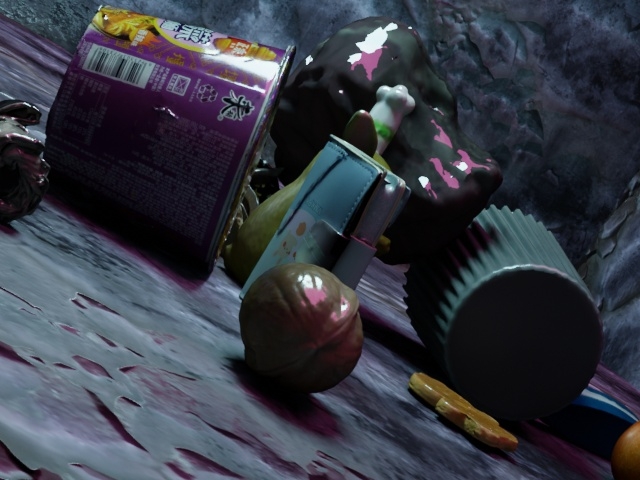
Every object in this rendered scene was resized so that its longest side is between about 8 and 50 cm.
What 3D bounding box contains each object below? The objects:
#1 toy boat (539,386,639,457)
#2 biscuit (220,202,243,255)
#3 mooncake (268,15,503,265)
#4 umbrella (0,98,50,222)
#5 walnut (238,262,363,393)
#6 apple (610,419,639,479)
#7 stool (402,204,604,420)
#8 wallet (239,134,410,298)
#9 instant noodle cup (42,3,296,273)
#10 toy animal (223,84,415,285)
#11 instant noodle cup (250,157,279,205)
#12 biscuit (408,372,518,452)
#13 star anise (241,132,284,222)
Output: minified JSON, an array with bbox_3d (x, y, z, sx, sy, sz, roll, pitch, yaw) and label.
[{"bbox_3d":[0.454,0.308,2.057,0.299,0.096,0.062,25,17,-32],"label":"toy boat"},{"bbox_3d":[-0.203,-0.085,1.822,0.250,0.133,0.032,34,24,17],"label":"biscuit"},{"bbox_3d":[0.085,-0.139,1.925,0.381,0.212,0.350,46,-31,3],"label":"mooncake"},{"bbox_3d":[-0.391,-0.132,1.367,0.106,0.113,0.357,0,23,-32],"label":"umbrella"},{"bbox_3d":[-0.021,0.092,1.270,0.140,0.140,0.162,29,-4,-17],"label":"walnut"},{"bbox_3d":[0.541,0.358,1.891,0.163,0.139,0.163,32,19,-12],"label":"apple"},{"bbox_3d":[0.299,0.117,1.937,0.297,0.297,0.330,30,9,-9],"label":"stool"},{"bbox_3d":[0.000,0.000,1.543,0.075,0.250,0.176,26,7,-34],"label":"wallet"},{"bbox_3d":[-0.210,-0.151,1.616,0.265,0.340,0.340,20,7,-2],"label":"instant noodle cup"},{"bbox_3d":[0.033,-0.045,1.696,0.180,0.363,0.181,45,10,1],"label":"toy animal"},{"bbox_3d":[-0.129,-0.065,2.015,0.151,0.151,0.122,33,-5,18],"label":"instant noodle cup"},{"bbox_3d":[0.188,0.235,1.636,0.184,0.027,0.133,33,7,29],"label":"biscuit"},{"bbox_3d":[-0.170,-0.093,1.912,0.196,0.212,0.073,16,-28,10],"label":"star anise"}]
